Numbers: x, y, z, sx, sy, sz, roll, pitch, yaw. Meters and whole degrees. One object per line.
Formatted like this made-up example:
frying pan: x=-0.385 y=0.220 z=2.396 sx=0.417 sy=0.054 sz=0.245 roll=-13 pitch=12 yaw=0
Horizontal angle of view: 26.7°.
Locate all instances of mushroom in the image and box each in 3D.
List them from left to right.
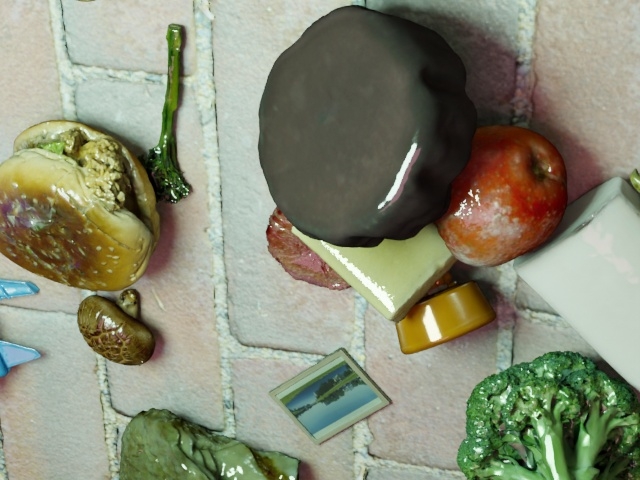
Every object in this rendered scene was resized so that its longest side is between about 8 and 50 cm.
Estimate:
mushroom: x=-0.293 y=0.129 z=1.927 sx=0.126 sy=0.085 sz=0.109 roll=34 pitch=124 yaw=3

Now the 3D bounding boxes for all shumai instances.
shumai: x=-0.168 y=0.354 z=2.010 sx=0.272 sy=0.204 sz=0.222 roll=41 pitch=129 yaw=35

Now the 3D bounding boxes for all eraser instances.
eraser: x=0.393 y=0.068 z=1.669 sx=0.270 sy=0.095 sz=0.174 roll=44 pitch=122 yaw=-9

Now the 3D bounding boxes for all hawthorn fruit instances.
hawthorn fruit: x=0.212 y=-0.056 z=1.615 sx=0.173 sy=0.173 sz=0.173 roll=8 pitch=121 yaw=13

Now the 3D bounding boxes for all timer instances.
timer: x=0.139 y=0.055 z=1.743 sx=0.132 sy=0.132 sz=0.152 roll=-23 pitch=88 yaw=27

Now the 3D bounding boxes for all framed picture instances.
framed picture: x=0.012 y=0.224 z=1.930 sx=0.149 sy=0.011 sz=0.109 roll=-35 pitch=104 yaw=30

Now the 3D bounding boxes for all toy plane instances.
toy plane: x=-0.548 y=0.109 z=1.990 sx=0.254 sy=0.105 sz=0.271 roll=-38 pitch=107 yaw=17

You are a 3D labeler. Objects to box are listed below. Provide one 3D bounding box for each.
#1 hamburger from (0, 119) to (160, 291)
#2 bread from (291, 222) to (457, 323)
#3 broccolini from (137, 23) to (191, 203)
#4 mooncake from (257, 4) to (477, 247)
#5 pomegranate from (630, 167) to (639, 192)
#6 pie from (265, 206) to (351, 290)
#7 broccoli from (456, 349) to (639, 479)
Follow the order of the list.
hamburger: x=-0.323 y=-0.037 z=1.789 sx=0.286 sy=0.146 sz=0.243 roll=-18 pitch=121 yaw=43
bread: x=0.073 y=0.002 z=1.691 sx=0.178 sy=0.139 sz=0.060 roll=45 pitch=170 yaw=19
broccolini: x=-0.200 y=-0.164 z=1.766 sx=0.057 sy=0.071 sz=0.254 roll=38 pitch=128 yaw=46
mooncake: x=0.059 y=-0.127 z=1.573 sx=0.283 sy=0.141 sz=0.283 roll=-7 pitch=81 yaw=46
pomegranate: x=0.513 y=-0.019 z=1.530 sx=0.231 sy=0.231 sz=0.286 roll=-34 pitch=77 yaw=30
pie: x=0.000 y=0.000 z=1.786 sx=0.153 sy=0.038 sz=0.153 roll=7 pitch=119 yaw=14
broccoli: x=0.308 y=0.277 z=1.724 sx=0.270 sy=0.270 sz=0.270 roll=-4 pitch=127 yaw=-5
